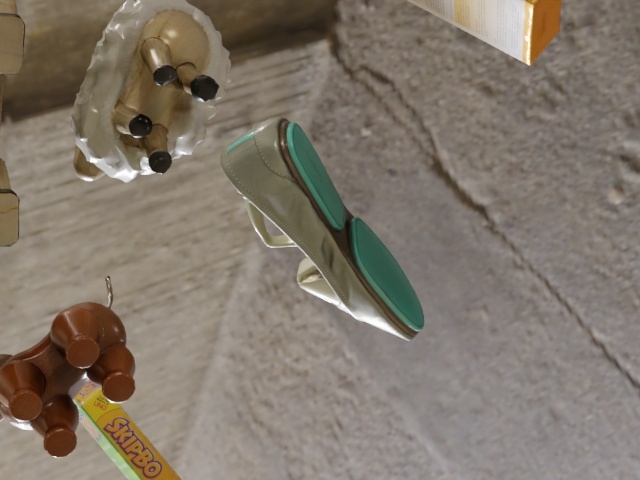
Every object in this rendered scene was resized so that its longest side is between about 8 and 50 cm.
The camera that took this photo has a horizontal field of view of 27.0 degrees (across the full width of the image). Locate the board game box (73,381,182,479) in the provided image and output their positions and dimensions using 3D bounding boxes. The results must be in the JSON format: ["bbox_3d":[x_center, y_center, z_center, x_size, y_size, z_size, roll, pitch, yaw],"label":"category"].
[{"bbox_3d":[-0.161,0.217,1.241,0.259,0.039,0.124,51,163,-15],"label":"board game box"}]

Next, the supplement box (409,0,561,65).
[{"bbox_3d":[0.096,-0.156,0.803,0.098,0.036,0.062,33,160,21],"label":"supplement box"}]

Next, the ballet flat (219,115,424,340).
[{"bbox_3d":[0.000,0.000,0.971,0.068,0.072,0.213,-23,123,20],"label":"ballet flat"}]

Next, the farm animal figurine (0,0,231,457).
[{"bbox_3d":[-0.253,-0.030,0.767,0.326,0.330,0.172,-68,23,12],"label":"farm animal figurine"}]
